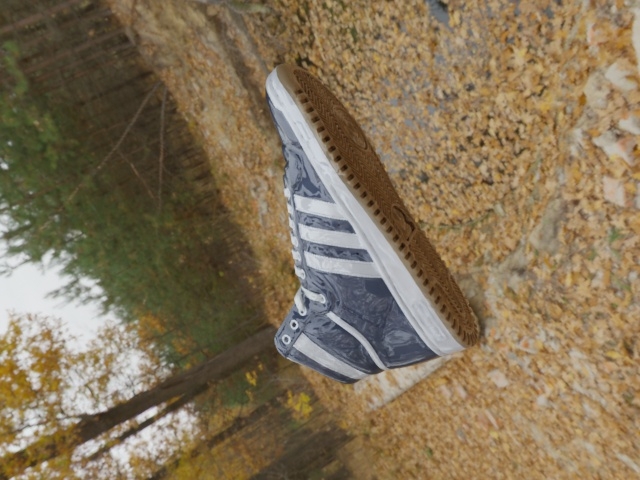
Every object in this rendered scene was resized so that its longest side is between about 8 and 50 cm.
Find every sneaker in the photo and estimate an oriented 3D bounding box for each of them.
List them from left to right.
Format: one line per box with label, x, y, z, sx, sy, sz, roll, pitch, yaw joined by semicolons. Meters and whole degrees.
sneaker;0.000;0.000;0.470;0.282;0.153;0.099;57;-151;-2
